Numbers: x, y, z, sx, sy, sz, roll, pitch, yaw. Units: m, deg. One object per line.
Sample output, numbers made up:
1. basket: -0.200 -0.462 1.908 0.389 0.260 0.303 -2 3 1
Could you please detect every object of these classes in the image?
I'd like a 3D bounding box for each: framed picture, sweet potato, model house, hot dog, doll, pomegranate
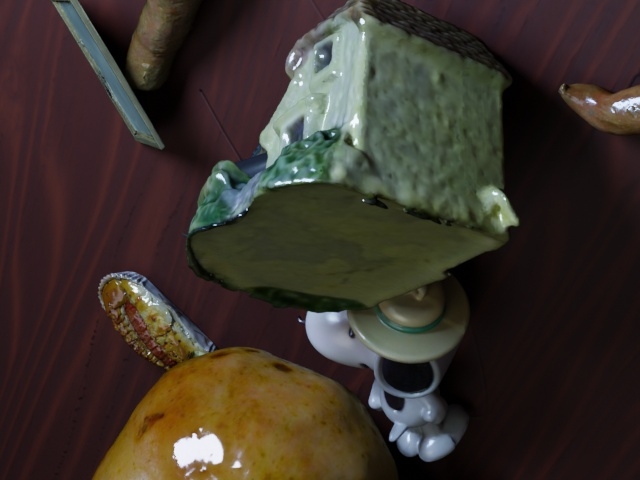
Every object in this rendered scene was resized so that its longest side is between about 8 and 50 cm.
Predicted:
1. framed picture: -0.245 -0.196 1.828 0.201 0.010 0.136 59 168 -16
2. sweet potato: 0.328 -0.123 1.533 0.202 0.058 0.055 15 171 29
3. sweet potato: -0.151 -0.299 1.689 0.109 0.109 0.385 27 139 14
4. model house: 0.019 -0.099 1.581 0.261 0.266 0.321 18 155 -27
5. hot dog: -0.210 0.114 2.054 0.192 0.053 0.099 47 130 -8
6. doll: 0.109 0.134 1.793 0.208 0.144 0.271 -7 131 47
7. pomegranate: -0.073 0.316 1.904 0.410 0.410 0.410 17 129 22

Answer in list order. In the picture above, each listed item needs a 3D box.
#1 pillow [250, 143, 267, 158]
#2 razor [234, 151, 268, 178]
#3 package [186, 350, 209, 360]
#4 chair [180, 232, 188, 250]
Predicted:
1. pillow: 0.002 0.000 1.850 0.255 0.034 0.189 43 132 1
2. razor: -0.050 -0.057 1.785 0.148 0.054 0.090 -19 111 40
3. package: -0.122 0.182 2.028 0.121 0.031 0.108 8 133 -12
4. chair: -0.127 0.008 1.934 0.086 0.037 0.042 26 143 20
